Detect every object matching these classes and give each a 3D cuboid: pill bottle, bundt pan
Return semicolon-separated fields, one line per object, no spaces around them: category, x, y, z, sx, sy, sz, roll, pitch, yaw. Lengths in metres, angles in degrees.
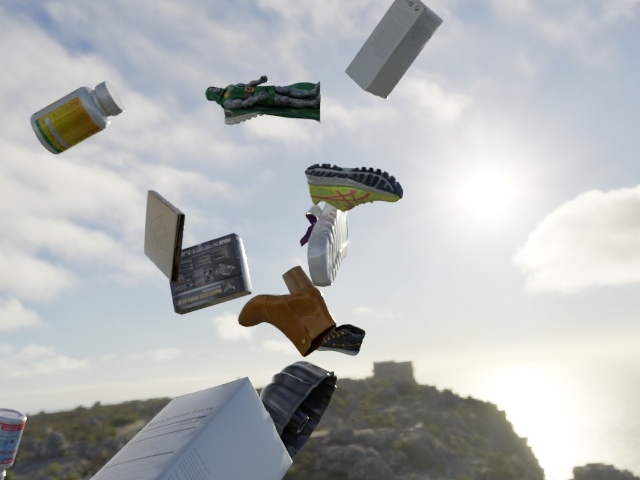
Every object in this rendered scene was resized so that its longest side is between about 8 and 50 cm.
pill bottle;-0.601;-0.310;1.723;0.208;0.117;0.117;-29;-13;3
bundt pan;-0.096;0.463;1.859;0.124;0.331;0.331;31;1;19
pill bottle;-0.763;0.486;1.638;0.087;0.160;0.087;16;-2;1

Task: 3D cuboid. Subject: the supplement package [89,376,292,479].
supplement package;-0.203;0.373;1.067;0.175;0.177;0.293;-21;10;28

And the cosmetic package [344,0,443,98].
cosmetic package;0.172;-0.455;1.618;0.231;0.085;0.117;-51;-24;19

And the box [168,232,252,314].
box;-0.328;0.098;2.020;0.231;0.183;0.056;-18;-17;11

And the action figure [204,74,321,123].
action figure;-0.115;-0.289;1.387;0.232;0.137;0.063;0;-48;-3

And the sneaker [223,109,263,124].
sneaker;-0.185;-0.367;1.835;0.170;0.075;0.063;-23;31;-12

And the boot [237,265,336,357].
boot;-0.095;0.227;1.866;0.104;0.211;0.295;0;-35;-50

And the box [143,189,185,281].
box;-0.367;-0.013;1.611;0.021;0.164;0.201;-2;20;-33

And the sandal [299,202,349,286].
sandal;-0.001;-0.015;1.597;0.102;0.169;0.416;-3;13;9

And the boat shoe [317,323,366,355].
boat shoe;0.037;0.274;1.994;0.183;0.065;0.083;11;-59;-13

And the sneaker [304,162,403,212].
sneaker;0.070;-0.100;1.435;0.208;0.094;0.081;11;32;16
